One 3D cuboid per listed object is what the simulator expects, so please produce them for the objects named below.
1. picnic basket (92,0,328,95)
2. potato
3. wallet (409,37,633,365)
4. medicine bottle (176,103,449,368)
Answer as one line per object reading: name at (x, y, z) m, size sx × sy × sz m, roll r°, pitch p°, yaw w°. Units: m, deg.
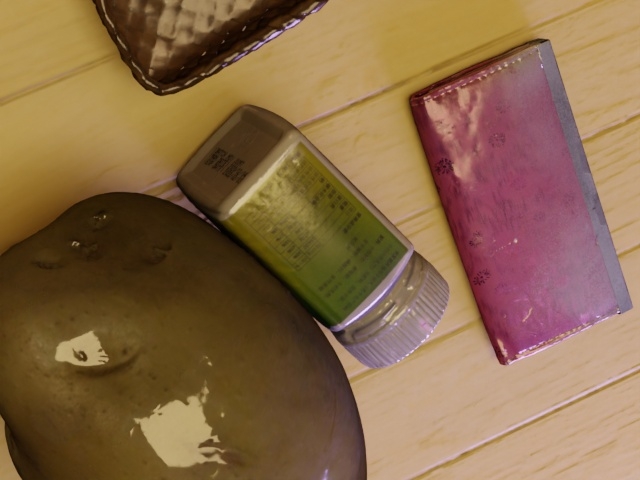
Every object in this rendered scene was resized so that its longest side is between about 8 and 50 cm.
picnic basket at (-0.065, -0.188, 1.258) m, size 0.193 × 0.055 × 0.110 m, roll -32°, pitch 109°, yaw -8°
potato at (-0.091, 0.119, 1.219) m, size 0.221 × 0.243 × 0.326 m, roll -40°, pitch 112°, yaw -21°
wallet at (0.155, -0.027, 1.385) m, size 0.119 × 0.025 × 0.232 m, roll -24°, pitch 109°, yaw -12°
medicine bottle at (0.000, 0.000, 1.282) m, size 0.088 × 0.132 × 0.188 m, roll -47°, pitch 112°, yaw -4°
